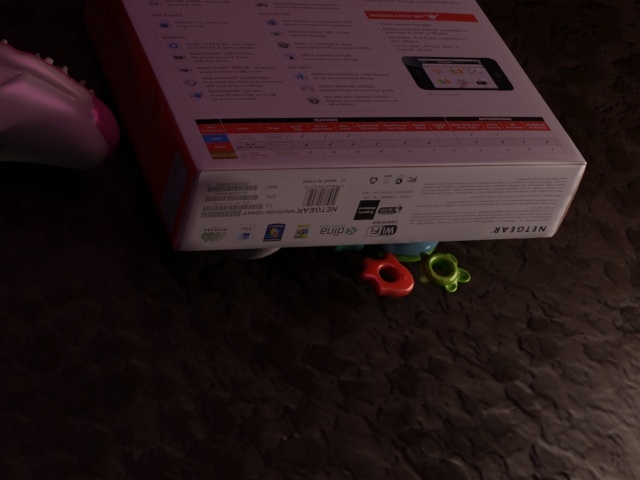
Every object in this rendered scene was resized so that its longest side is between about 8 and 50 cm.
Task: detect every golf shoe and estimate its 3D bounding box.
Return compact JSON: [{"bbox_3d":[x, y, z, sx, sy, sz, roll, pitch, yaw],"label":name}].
[{"bbox_3d":[-0.307,-0.091,1.211,0.306,0.115,0.140,16,60,-3],"label":"golf shoe"}]

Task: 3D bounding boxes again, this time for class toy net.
[{"bbox_3d":[0.000,0.000,1.304,0.232,0.045,0.122,1,56,-20],"label":"toy net"}]

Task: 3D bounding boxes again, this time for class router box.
[{"bbox_3d":[0.005,-0.125,1.333,0.336,0.082,0.301,-2,43,-24],"label":"router box"}]
